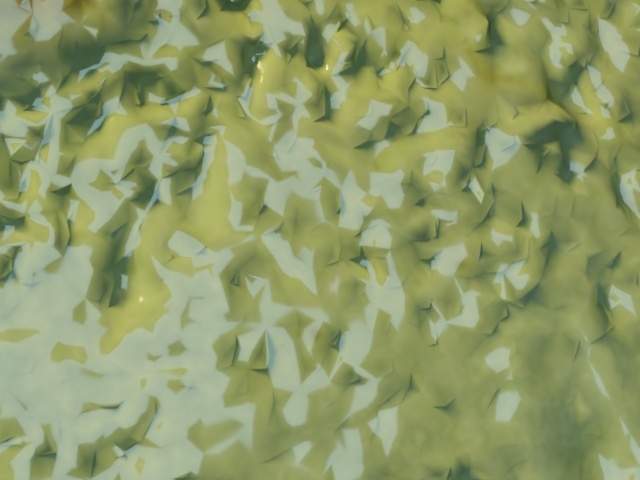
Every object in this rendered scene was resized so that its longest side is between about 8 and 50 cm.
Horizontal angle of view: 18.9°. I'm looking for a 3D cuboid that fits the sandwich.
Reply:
[{"bbox_3d":[0.000,0.000,0.582,0.325,0.131,0.262,-38,102,-17],"label":"sandwich"}]
